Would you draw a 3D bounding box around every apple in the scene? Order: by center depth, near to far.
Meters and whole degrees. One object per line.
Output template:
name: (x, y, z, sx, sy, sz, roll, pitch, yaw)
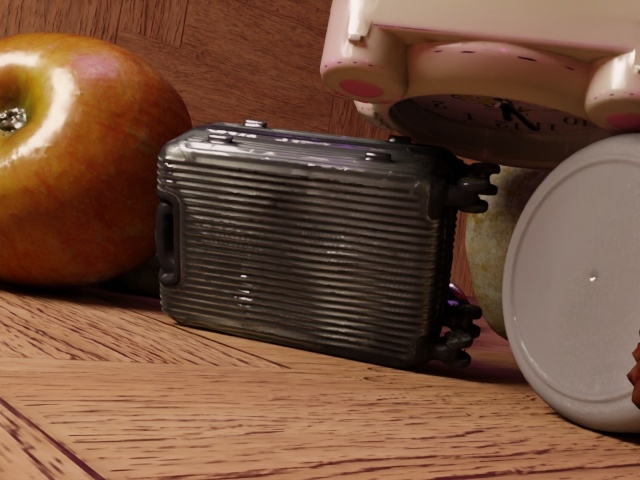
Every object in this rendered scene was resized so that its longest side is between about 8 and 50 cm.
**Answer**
apple: (-0.283, -0.083, 0.884, 0.301, 0.301, 0.301, 9, -1, 0)

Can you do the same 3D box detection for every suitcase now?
suitcase: (0.000, 0.000, 0.765, 0.312, 0.202, 0.128, 8, 19, 16)

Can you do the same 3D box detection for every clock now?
clock: (0.166, -0.134, 0.710, 0.284, 0.114, 0.309, 9, -6, 17)

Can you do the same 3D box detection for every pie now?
pie: (-0.225, 0.033, 1.141, 0.277, 0.078, 0.277, 9, 1, 0)

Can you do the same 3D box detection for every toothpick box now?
toothpick box: (0.322, 0.039, 0.635, 0.316, 0.229, 0.229, 10, -1, -28)

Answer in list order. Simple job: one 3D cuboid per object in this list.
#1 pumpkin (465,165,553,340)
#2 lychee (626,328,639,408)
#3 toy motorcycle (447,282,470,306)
pumpkin: (0.355, 0.016, 0.947, 0.332, 0.332, 0.199, 9, 13, -21)
lychee: (0.218, 0.052, 0.320, 0.188, 0.188, 0.188, 9, -1, 0)
toy motorcycle: (0.162, 0.094, 1.391, 0.213, 0.082, 0.122, 10, 1, 28)
